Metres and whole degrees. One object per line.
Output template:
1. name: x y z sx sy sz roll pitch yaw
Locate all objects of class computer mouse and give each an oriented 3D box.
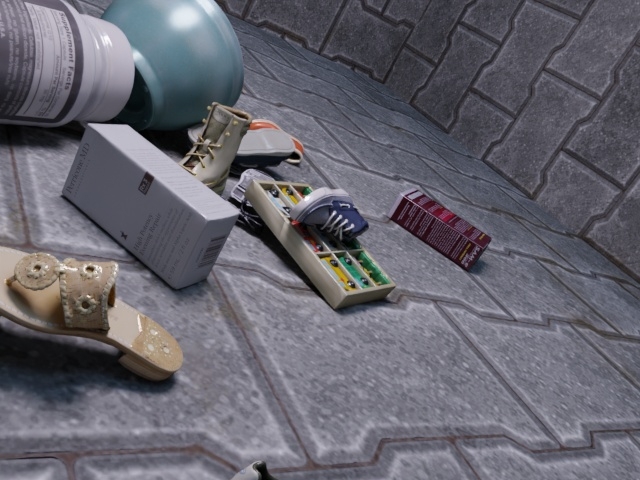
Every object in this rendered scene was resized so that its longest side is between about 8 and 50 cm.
1. computer mouse: -0.130 -0.076 1.142 0.106 0.042 0.193 25 27 0

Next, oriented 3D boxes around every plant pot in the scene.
1. plant pot: -0.320 -0.327 1.180 0.293 0.293 0.196 34 48 10

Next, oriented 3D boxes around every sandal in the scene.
1. sandal: -0.210 0.052 0.596 0.240 0.079 0.088 40 21 -36

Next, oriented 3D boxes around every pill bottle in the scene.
1. pill bottle: -0.470 -0.273 0.918 0.204 0.204 0.361 39 23 22

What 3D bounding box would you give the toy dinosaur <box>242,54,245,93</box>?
1. toy dinosaur: -0.337 -0.548 1.818 0.295 0.127 0.200 24 15 -31

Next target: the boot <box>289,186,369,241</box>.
1. boot: 0.023 -0.039 1.054 0.086 0.069 0.190 51 26 11

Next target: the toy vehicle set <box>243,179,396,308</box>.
1. toy vehicle set: 0.000 0.000 1.085 0.267 0.035 0.166 50 27 22

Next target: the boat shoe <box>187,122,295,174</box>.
1. boat shoe: -0.168 -0.188 1.279 0.254 0.079 0.095 -10 60 -46

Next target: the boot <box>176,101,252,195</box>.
1. boot: -0.197 -0.146 1.035 0.077 0.165 0.213 34 21 11

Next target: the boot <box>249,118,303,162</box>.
1. boot: -0.109 -0.239 1.508 0.157 0.059 0.085 24 27 -19

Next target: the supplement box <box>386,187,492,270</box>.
1. supplement box: 0.295 -0.032 1.539 0.239 0.073 0.130 35 23 15

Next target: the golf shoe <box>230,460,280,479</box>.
1. golf shoe: -0.007 0.251 0.514 0.176 0.086 0.069 31 20 -1

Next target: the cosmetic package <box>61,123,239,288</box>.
1. cosmetic package: -0.234 -0.052 0.850 0.231 0.117 0.085 35 21 16
